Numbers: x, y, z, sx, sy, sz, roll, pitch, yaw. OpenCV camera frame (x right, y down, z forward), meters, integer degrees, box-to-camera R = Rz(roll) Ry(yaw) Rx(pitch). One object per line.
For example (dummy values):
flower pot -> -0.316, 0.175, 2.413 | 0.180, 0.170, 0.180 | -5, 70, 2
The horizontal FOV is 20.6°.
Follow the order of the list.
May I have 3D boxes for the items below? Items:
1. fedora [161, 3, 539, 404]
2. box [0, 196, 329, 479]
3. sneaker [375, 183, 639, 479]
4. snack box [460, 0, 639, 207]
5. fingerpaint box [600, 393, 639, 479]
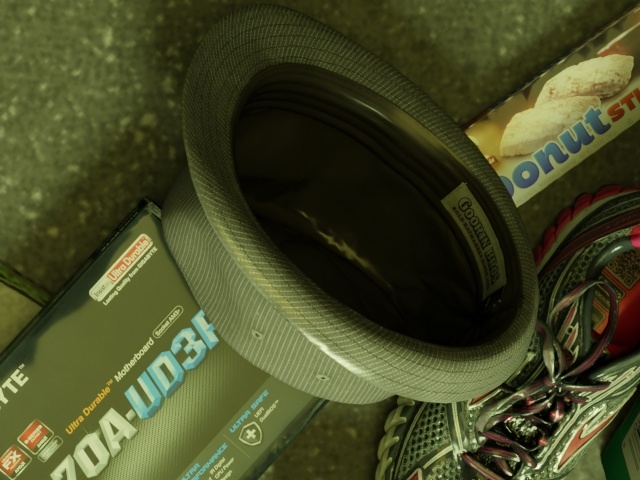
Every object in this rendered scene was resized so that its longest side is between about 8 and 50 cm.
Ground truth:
fedora -> 0.000, 0.000, 1.079 | 0.275, 0.243, 0.124 | 32, 133, -20
box -> -0.120, 0.109, 1.134 | 0.175, 0.051, 0.220 | 43, 88, -10
sneaker -> 0.139, 0.090, 1.142 | 0.121, 0.112, 0.299 | 33, 90, -10
snack box -> 0.164, -0.086, 1.173 | 0.178, 0.022, 0.064 | -35, 100, -4
fingerpaint box -> 0.443, 0.066, 1.083 | 0.371, 0.163, 0.444 | 21, 115, -11
